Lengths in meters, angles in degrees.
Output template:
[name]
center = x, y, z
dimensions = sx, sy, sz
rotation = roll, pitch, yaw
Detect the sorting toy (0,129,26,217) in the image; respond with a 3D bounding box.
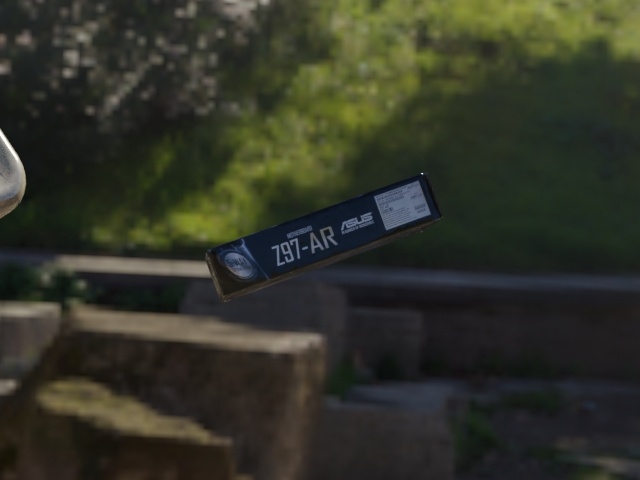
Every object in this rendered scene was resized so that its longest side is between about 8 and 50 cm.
[sorting toy]
center = -0.141, -0.123, 0.462
dimensions = 0.038, 0.208, 0.193
rotation = -32, 56, -7

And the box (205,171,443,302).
[box]
center = 0.000, 0.000, 0.708
dimensions = 0.083, 0.018, 0.067
rotation = -20, -2, -4
